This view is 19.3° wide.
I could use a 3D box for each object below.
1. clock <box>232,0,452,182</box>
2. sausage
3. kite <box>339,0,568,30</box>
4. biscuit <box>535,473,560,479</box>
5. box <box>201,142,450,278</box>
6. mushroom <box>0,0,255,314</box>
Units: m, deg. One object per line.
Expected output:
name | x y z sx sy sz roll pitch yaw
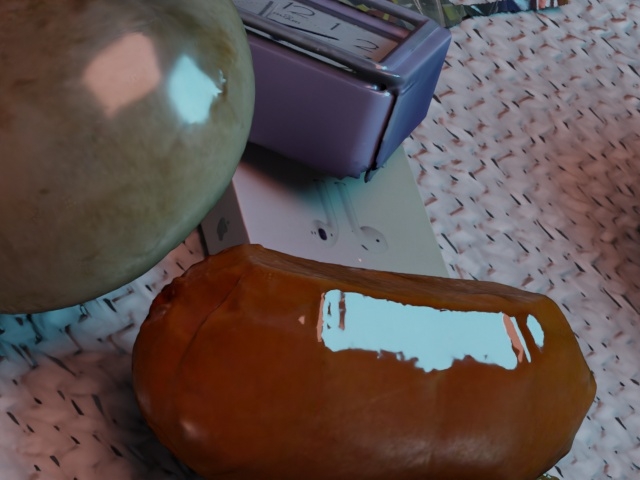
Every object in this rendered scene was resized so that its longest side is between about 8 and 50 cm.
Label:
clock | -0.031 -0.114 1.107 0.193 0.073 0.144 23 23 7
sausage | 0.024 0.075 0.982 0.258 0.133 0.133 6 49 -30
kite | 0.074 -0.190 1.349 0.245 0.015 0.141 -10 60 -38
biscuit | 0.114 0.154 1.050 0.092 0.016 0.082 43 47 11
box | 0.000 0.000 1.092 0.130 0.051 0.129 6 48 -29
mushroom | -0.141 -0.065 0.971 0.226 0.226 0.178 67 7 32
